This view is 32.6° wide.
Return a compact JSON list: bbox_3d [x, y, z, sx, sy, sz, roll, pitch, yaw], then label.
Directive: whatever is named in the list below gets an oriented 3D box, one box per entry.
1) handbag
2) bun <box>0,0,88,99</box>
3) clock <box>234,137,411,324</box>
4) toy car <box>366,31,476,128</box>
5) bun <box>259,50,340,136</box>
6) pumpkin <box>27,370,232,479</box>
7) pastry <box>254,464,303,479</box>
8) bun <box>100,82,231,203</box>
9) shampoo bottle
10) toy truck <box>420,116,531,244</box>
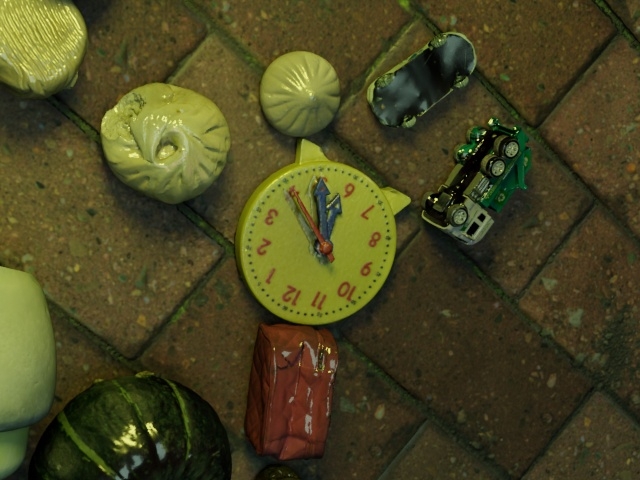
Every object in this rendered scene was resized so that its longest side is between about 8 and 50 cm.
[{"bbox_3d":[-0.045,0.250,1.817,0.135,0.146,0.225,5,101,-14],"label":"handbag"},{"bbox_3d":[-0.425,-0.284,1.581,0.166,0.113,0.173,2,78,-24],"label":"bun"},{"bbox_3d":[0.001,0.002,1.816,0.277,0.071,0.294,21,95,-22],"label":"clock"},{"bbox_3d":[0.170,-0.268,1.823,0.205,0.056,0.095,-38,111,-12],"label":"toy car"},{"bbox_3d":[-0.026,-0.230,1.745,0.138,0.094,0.138,-5,107,-17],"label":"bun"},{"bbox_3d":[-0.292,0.365,1.703,0.323,0.241,0.323,-13,116,-29],"label":"pumpkin"},{"bbox_3d":[-0.072,0.444,1.900,0.097,0.057,0.109,-16,109,-21],"label":"pastry"},{"bbox_3d":[-0.235,-0.151,1.671,0.193,0.128,0.178,28,93,-20],"label":"bun"},{"bbox_3d":[-0.533,0.170,1.534,0.322,0.322,0.318,4,92,-20],"label":"shampoo bottle"},{"bbox_3d":[0.280,-0.095,1.876,0.116,0.110,0.216,36,88,-34],"label":"toy truck"}]
